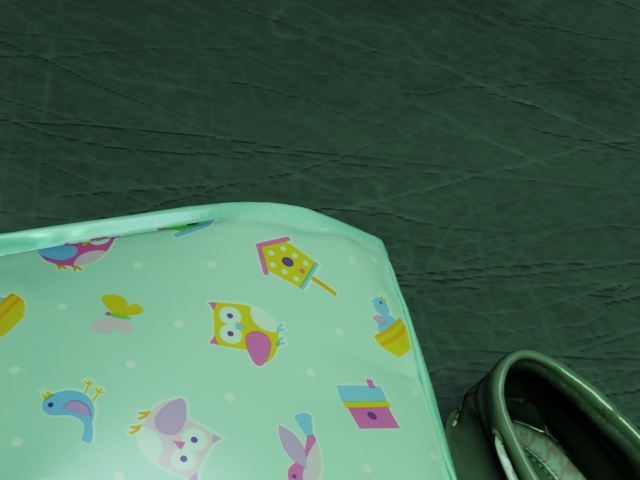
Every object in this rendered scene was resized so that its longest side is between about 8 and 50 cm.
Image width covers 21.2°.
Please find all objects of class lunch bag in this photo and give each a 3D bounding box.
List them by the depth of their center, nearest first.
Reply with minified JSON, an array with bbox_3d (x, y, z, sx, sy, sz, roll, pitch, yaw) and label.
[{"bbox_3d":[-0.064,0.105,0.850,0.262,0.160,0.223,-5,50,-11],"label":"lunch bag"}]

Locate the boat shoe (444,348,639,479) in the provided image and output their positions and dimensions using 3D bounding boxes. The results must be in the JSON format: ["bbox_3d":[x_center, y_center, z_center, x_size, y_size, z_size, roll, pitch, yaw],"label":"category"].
[{"bbox_3d":[0.180,0.194,0.869,0.112,0.095,0.335,-25,59,-31],"label":"boat shoe"}]
